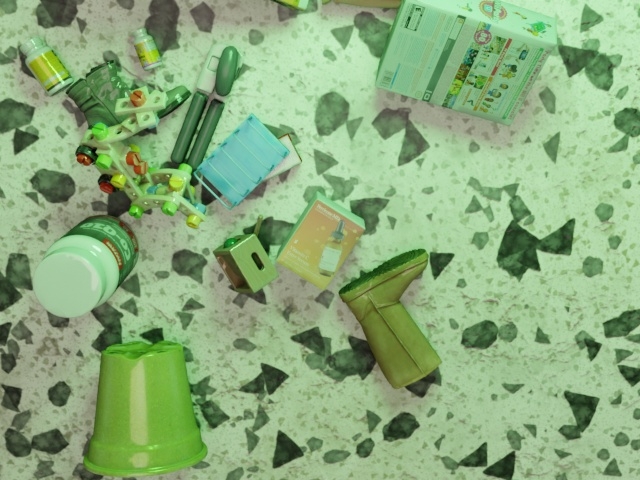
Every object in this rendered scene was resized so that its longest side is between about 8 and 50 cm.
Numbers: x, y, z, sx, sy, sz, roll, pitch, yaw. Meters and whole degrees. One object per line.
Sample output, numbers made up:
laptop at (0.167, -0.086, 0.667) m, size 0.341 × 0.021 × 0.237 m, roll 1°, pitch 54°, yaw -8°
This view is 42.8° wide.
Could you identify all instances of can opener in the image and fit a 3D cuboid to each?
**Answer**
can opener at (-0.245, -0.282, 1.733) m, size 0.076 × 0.095 × 0.283 m, roll 23°, pitch 103°, yaw -5°

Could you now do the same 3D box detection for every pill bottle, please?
pill bottle at (-0.369, -0.405, 1.728) m, size 0.043 × 0.043 × 0.083 m, roll -19°, pitch 103°, yaw 5°
pill bottle at (-0.582, -0.369, 1.728) m, size 0.065 × 0.065 × 0.116 m, roll -32°, pitch 103°, yaw 8°
pill bottle at (-0.492, 0.052, 1.725) m, size 0.161 × 0.283 × 0.161 m, roll 0°, pitch 105°, yaw 0°

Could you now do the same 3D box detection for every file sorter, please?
file sorter at (-0.168, -0.163, 1.715) m, size 0.170 × 0.104 × 0.118 m, roll -44°, pitch 97°, yaw 10°

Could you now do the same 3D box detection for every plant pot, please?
plant pot at (-0.396, 0.363, 1.837) m, size 0.276 × 0.276 × 0.254 m, roll -1°, pitch 94°, yaw 1°

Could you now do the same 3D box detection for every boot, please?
boot at (0.199, 0.177, 1.861) m, size 0.236 × 0.089 × 0.269 m, roll -29°, pitch 103°, yaw 18°
boot at (-0.412, -0.313, 1.732) m, size 0.246 × 0.083 × 0.161 m, roll -24°, pitch 102°, yaw 11°

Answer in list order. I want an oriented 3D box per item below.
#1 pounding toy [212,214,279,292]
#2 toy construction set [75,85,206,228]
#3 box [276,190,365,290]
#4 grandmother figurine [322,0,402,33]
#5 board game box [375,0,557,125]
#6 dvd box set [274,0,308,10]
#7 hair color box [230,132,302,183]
pounding toy at (-0.158, 0.030, 1.796) m, size 0.100 × 0.130 × 0.141 m, roll -35°, pitch 104°, yaw -24°
toy construction set at (-0.368, -0.162, 1.683) m, size 0.215 × 0.151 × 0.328 m, roll 9°, pitch 138°, yaw 20°
box at (0.000, 0.000, 1.808) m, size 0.130 × 0.091 × 0.170 m, roll 31°, pitch 103°, yaw -7°
grandmother figurine at (0.177, -0.516, 1.669) m, size 0.342 × 0.104 × 0.208 m, roll 5°, pitch 125°, yaw 1°
board game box at (0.289, -0.380, 1.651) m, size 0.303 × 0.097 × 0.224 m, roll 17°, pitch 139°, yaw -4°
dvd box set at (-0.158, -0.640, 1.522) m, size 0.420 × 0.062 × 0.308 m, roll 10°, pitch 102°, yaw -41°
hair color box at (-0.118, -0.171, 1.788) m, size 0.141 × 0.043 × 0.072 m, roll -26°, pitch 102°, yaw 6°
